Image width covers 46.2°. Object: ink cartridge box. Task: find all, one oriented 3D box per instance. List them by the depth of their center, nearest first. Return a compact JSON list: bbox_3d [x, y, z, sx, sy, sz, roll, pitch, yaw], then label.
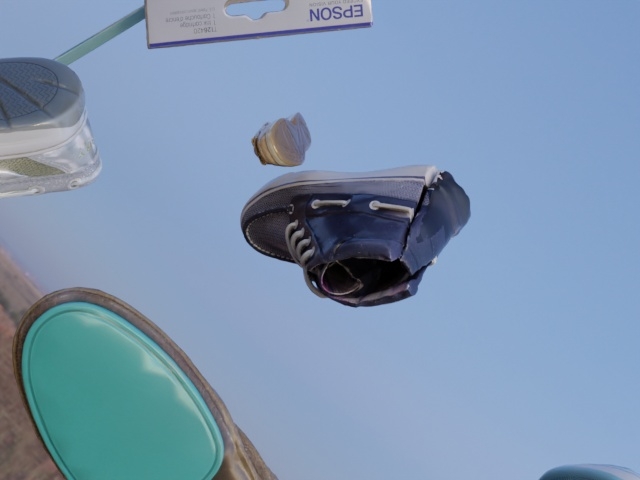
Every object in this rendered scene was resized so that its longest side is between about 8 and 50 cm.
[{"bbox_3d":[-0.089,-0.416,0.983,0.072,0.304,0.307,-53,139,-80],"label":"ink cartridge box"}]

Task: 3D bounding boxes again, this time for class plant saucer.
[{"bbox_3d":[-0.297,-0.299,1.071,0.018,0.192,0.067,59,-9,-23],"label":"plant saucer"}]

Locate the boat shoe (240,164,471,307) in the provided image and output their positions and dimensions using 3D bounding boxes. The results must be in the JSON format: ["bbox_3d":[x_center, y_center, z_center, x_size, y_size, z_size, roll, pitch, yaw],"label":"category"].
[{"bbox_3d":[0.000,0.000,0.908,0.340,0.158,0.127,-9,-58,41],"label":"boat shoe"}]

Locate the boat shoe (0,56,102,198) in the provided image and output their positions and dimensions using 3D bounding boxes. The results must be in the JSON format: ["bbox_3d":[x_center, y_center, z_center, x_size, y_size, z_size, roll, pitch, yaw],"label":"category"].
[{"bbox_3d":[-0.338,-0.067,0.580,0.103,0.320,0.118,90,-13,-51],"label":"boat shoe"}]

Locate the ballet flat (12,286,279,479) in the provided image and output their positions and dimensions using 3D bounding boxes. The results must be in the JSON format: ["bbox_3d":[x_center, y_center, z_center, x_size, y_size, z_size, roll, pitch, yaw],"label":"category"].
[{"bbox_3d":[-0.085,0.170,0.540,0.342,0.116,0.124,50,-1,-10],"label":"ballet flat"}]

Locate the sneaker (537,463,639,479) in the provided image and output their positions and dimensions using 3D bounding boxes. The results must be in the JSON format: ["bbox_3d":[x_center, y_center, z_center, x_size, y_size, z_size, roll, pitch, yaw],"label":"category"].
[{"bbox_3d":[0.349,0.315,0.889,0.319,0.208,0.127,121,-47,-58],"label":"sneaker"}]

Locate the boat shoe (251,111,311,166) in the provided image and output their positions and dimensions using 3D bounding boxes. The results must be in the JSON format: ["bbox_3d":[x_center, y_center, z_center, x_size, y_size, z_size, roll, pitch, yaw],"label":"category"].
[{"bbox_3d":[-0.054,-0.117,0.921,0.170,0.059,0.063,-55,124,-72],"label":"boat shoe"}]
